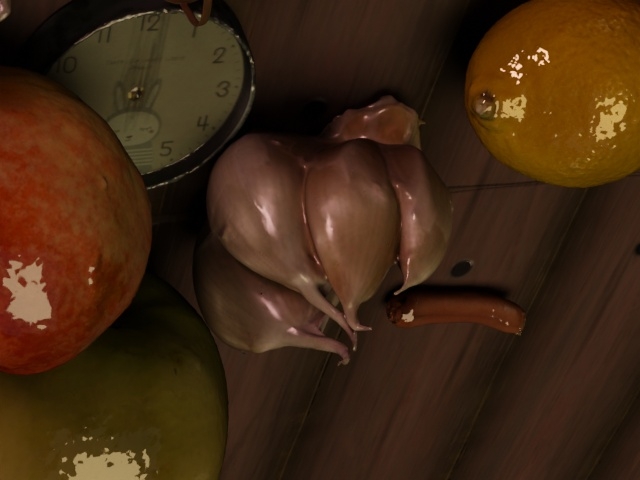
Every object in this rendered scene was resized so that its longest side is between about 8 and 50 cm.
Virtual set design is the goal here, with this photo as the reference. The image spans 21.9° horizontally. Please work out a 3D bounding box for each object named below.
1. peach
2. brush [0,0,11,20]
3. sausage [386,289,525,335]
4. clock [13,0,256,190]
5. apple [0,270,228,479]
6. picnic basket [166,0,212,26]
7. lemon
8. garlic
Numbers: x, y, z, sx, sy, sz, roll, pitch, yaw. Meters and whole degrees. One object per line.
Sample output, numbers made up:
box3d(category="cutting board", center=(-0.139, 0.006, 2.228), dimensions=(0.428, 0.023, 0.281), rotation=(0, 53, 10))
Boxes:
box3d(category="peach", center=(-0.256, -0.024, 1.277), dimensions=(0.232, 0.232, 0.257), rotation=(-40, 132, 15))
box3d(category="brush", center=(-0.368, -0.121, 1.232), dimensions=(0.321, 0.060, 0.050), rotation=(-23, 156, 12))
box3d(category="sausage", center=(0.150, 0.078, 1.832), dimensions=(0.177, 0.047, 0.040), rotation=(4, 136, -32))
box3d(category="clock", center=(-0.157, -0.126, 1.413), dimensions=(0.215, 0.042, 0.215), rotation=(-17, 141, -14))
box3d(category="apple", center=(-0.224, 0.156, 1.529), dimensions=(0.292, 0.292, 0.254), rotation=(-2, 127, -30))
box3d(category="picnic basket", center=(-0.102, -0.211, 1.313), dimensions=(0.072, 0.083, 0.072), rotation=(-16, 140, -14))
box3d(category="lemon", center=(0.236, -0.141, 1.525), dimensions=(0.244, 0.187, 0.187), rotation=(-8, 138, -25))
box3d(category="garlic", center=(0.000, 0.000, 1.503), dimensions=(0.237, 0.292, 0.210), rotation=(13, 129, 13))
